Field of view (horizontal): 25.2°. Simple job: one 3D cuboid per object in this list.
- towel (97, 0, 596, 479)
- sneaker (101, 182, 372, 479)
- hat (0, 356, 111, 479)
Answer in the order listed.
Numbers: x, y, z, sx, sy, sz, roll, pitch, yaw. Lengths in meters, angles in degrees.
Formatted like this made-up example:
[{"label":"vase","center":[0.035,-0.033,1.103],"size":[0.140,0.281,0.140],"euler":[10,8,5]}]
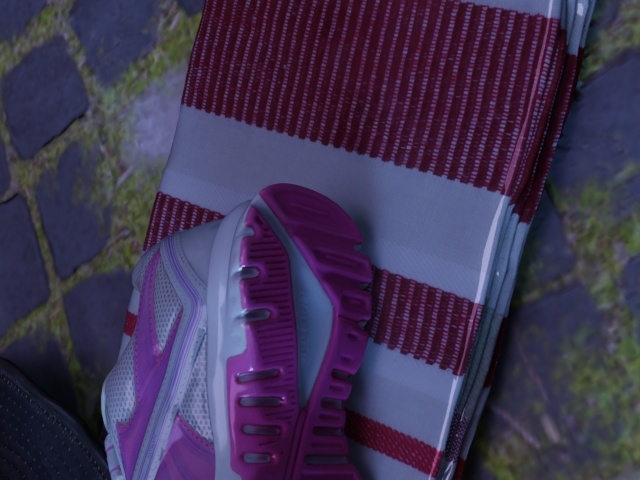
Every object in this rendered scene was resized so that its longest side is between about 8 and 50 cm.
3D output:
[{"label":"towel","center":[0.000,0.000,0.721],"size":[0.237,0.037,0.329],"euler":[19,97,41]},{"label":"sneaker","center":[-0.044,0.104,0.663],"size":[0.111,0.103,0.252],"euler":[-7,73,45]},{"label":"hat","center":[-0.238,0.229,0.815],"size":[0.331,0.134,0.331],"euler":[3,94,43]}]
